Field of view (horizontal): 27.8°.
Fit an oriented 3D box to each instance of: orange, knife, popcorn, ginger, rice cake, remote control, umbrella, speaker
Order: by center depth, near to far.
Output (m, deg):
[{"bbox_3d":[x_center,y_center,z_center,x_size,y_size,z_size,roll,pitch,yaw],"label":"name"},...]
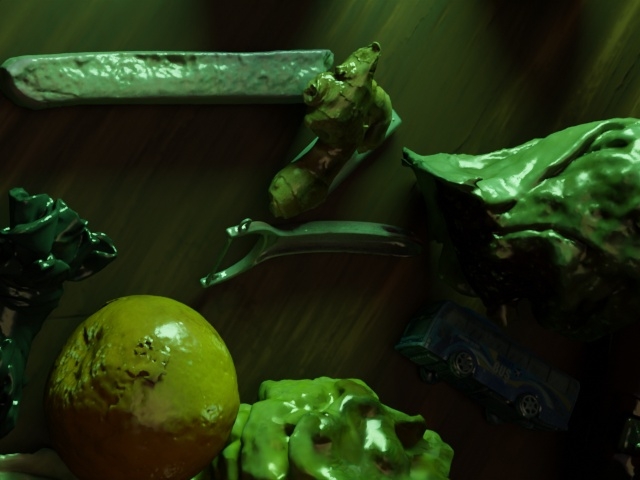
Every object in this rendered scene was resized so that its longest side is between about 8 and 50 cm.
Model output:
[{"bbox_3d":[-0.337,0.117,1.335,0.143,0.094,0.348,30,90,-39],"label":"umbrella"},{"bbox_3d":[-0.189,0.166,1.377,0.193,0.219,0.219,26,81,-17],"label":"orange"},{"bbox_3d":[0.003,0.267,1.440,0.293,0.237,0.293,21,39,-18],"label":"popcorn"},{"bbox_3d":[-0.162,-0.183,1.466,0.399,0.070,0.064,-4,95,-20],"label":"rice cake"},{"bbox_3d":[0.005,-0.122,1.487,0.214,0.059,0.133,-45,141,-6],"label":"ginger"},{"bbox_3d":[0.000,-0.002,1.523,0.278,0.123,0.053,-5,61,-29],"label":"knife"},{"bbox_3d":[0.028,-0.112,1.559,0.162,0.029,0.061,-45,106,-13],"label":"remote control"},{"bbox_3d":[0.416,0.178,1.588,0.198,0.259,0.329,16,84,-15],"label":"speaker"}]

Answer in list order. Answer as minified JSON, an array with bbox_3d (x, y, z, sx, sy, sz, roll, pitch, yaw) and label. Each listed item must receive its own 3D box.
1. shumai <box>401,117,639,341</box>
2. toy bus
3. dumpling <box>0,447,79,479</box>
[{"bbox_3d":[0.254,-0.052,1.492,0.288,0.330,0.292,31,68,-15],"label":"shumai"},{"bbox_3d":[0.209,0.159,1.609,0.236,0.079,0.094,33,63,-18],"label":"toy bus"},{"bbox_3d":[-0.301,0.286,1.403,0.169,0.100,0.134,30,49,1],"label":"dumpling"}]
